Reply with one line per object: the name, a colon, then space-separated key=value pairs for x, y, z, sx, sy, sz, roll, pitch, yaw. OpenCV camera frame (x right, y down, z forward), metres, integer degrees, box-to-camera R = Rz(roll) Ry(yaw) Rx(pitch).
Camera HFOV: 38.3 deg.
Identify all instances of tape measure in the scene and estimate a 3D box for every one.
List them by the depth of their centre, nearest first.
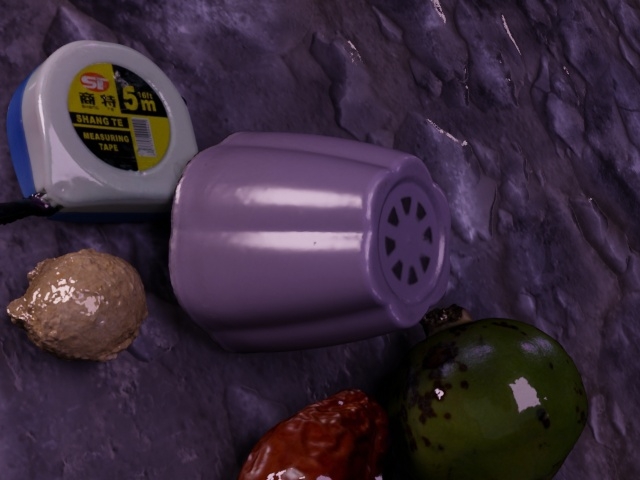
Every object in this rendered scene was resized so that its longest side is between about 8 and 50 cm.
tape measure: x=-0.287 y=-0.107 z=0.983 sx=0.351 sy=0.098 sz=0.215 roll=-2 pitch=73 yaw=-47

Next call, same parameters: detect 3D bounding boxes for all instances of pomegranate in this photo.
pomegranate: x=0.199 y=0.200 z=1.161 sx=0.254 sy=0.254 sz=0.271 roll=-8 pitch=65 yaw=-41

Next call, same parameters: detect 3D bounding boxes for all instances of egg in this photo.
egg: x=-0.242 y=0.068 z=0.946 sx=0.140 sy=0.118 sz=0.116 roll=-18 pitch=125 yaw=-51

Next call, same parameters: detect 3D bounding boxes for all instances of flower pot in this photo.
flower pot: x=0.000 y=0.000 z=1.026 sx=0.265 sy=0.243 sz=0.265 roll=1 pitch=88 yaw=-50

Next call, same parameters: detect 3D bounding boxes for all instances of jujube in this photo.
jujube: x=0.004 y=0.262 z=1.025 sx=0.168 sy=0.168 sz=0.236 roll=51 pitch=45 yaw=-9
